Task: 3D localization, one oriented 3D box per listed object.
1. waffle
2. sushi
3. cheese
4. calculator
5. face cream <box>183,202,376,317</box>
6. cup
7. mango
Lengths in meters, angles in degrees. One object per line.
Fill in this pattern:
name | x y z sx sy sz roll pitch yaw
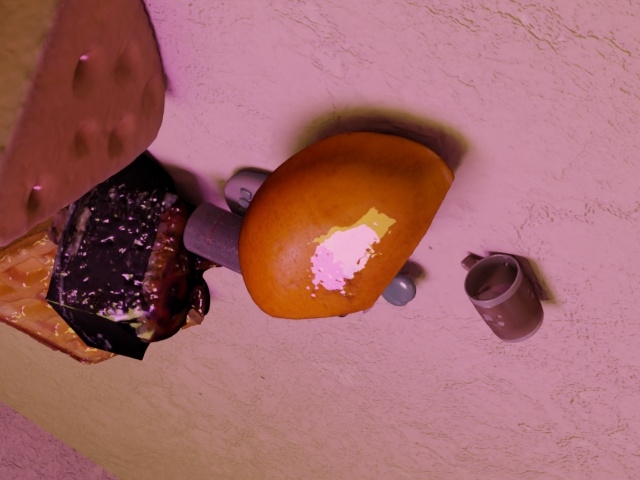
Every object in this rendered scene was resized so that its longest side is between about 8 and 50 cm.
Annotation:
waffle | -0.404 0.083 2.352 0.304 0.077 0.348 -20 141 35
sushi | -0.252 0.027 2.094 0.212 0.227 0.215 11 155 24
cheese | -0.296 -0.181 1.723 0.104 0.384 0.384 21 154 19
calculator | 0.000 0.000 1.974 0.299 0.041 0.185 29 156 9
face cream | -0.052 0.030 1.953 0.283 0.073 0.073 23 155 25
cup | 0.219 0.073 1.820 0.102 0.074 0.099 9 148 40
mango | 0.029 -0.017 1.737 0.199 0.201 0.350 16 150 -25
